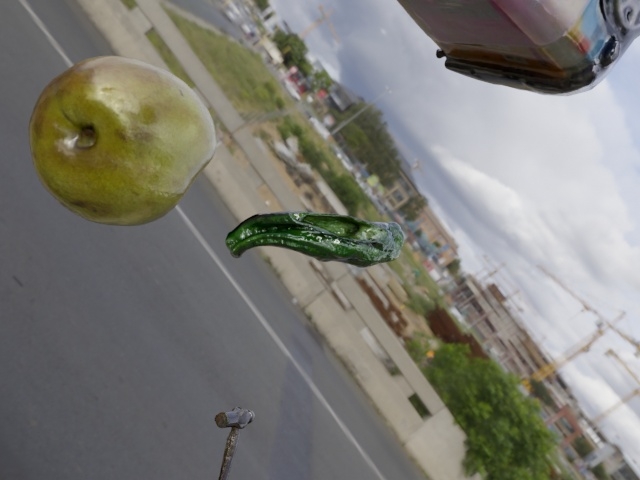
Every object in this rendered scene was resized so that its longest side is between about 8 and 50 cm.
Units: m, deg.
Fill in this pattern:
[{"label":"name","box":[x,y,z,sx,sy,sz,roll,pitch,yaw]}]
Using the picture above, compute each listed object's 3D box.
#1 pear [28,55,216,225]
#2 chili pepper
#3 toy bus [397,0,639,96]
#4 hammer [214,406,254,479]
[{"label":"pear","box":[-0.223,-0.110,0.779,0.200,0.200,0.200,53,5,-6]},{"label":"chili pepper","box":[-0.001,0.000,0.690,0.073,0.182,0.050,169,-75,-78]},{"label":"toy bus","box":[0.197,-0.312,0.492,0.162,0.386,0.171,30,1,-42]},{"label":"hammer","box":[-0.119,0.285,0.821,0.021,0.178,0.065,11,-8,29]}]
